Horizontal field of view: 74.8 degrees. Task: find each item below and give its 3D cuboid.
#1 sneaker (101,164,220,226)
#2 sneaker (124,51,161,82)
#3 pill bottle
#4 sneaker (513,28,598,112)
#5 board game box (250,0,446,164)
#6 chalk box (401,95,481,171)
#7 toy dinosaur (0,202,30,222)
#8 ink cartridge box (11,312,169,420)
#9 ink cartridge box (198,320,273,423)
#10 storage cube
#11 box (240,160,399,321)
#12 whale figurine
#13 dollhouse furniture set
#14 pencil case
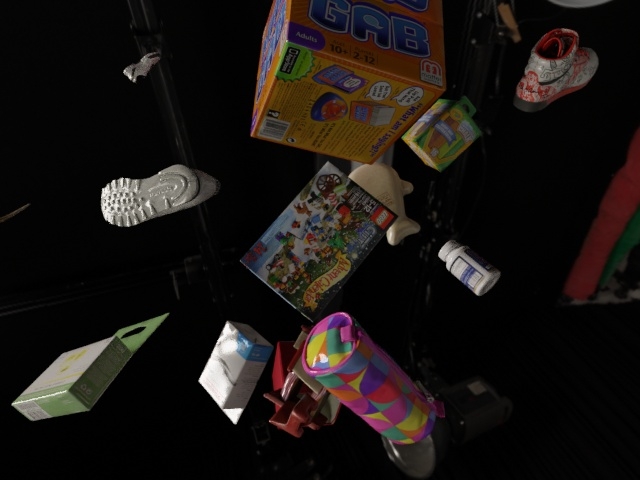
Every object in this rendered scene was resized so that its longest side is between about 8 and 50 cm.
[{"bbox_3d":[-0.301,-0.078,0.778,0.235,0.095,0.090,-7,-86,20],"label":"sneaker"},{"bbox_3d":[-0.476,-0.469,1.140,0.109,0.040,0.043,-39,-87,-6],"label":"sneaker"},{"bbox_3d":[0.439,0.076,1.249,0.094,0.169,0.094,-28,-35,-22],"label":"pill bottle"},{"bbox_3d":[0.552,-0.406,0.932,0.270,0.090,0.145,-34,-31,-17],"label":"sneaker"},{"bbox_3d":[0.052,-0.457,1.044,0.356,0.356,0.356,10,-20,-18],"label":"board game box"},{"bbox_3d":[0.380,-0.335,1.263,0.132,0.132,0.213,41,-80,-21],"label":"chalk box"},{"bbox_3d":[-0.383,-0.005,0.388,0.093,0.053,0.183,-11,-2,26],"label":"toy dinosaur"},{"bbox_3d":[-0.412,0.212,0.775,0.171,0.235,0.056,-20,-65,26],"label":"ink cartridge box"},{"bbox_3d":[-0.182,0.272,0.862,0.060,0.104,0.180,25,-90,-47],"label":"ink cartridge box"},{"bbox_3d":[-0.044,0.444,1.310,0.184,0.193,0.215,1,-53,-14],"label":"storage cube"},{"bbox_3d":[0.000,0.000,0.723,0.233,0.159,0.044,-50,-7,-10],"label":"box"},{"bbox_3d":[0.188,-0.106,1.284,0.216,0.272,0.141,-32,-19,-5],"label":"whale figurine"},{"bbox_3d":[-0.040,0.302,0.922,0.201,0.152,0.374,-61,-18,-6],"label":"dollhouse furniture set"},{"bbox_3d":[0.078,0.201,0.598,0.104,0.104,0.236,-41,-60,8],"label":"pencil case"}]
